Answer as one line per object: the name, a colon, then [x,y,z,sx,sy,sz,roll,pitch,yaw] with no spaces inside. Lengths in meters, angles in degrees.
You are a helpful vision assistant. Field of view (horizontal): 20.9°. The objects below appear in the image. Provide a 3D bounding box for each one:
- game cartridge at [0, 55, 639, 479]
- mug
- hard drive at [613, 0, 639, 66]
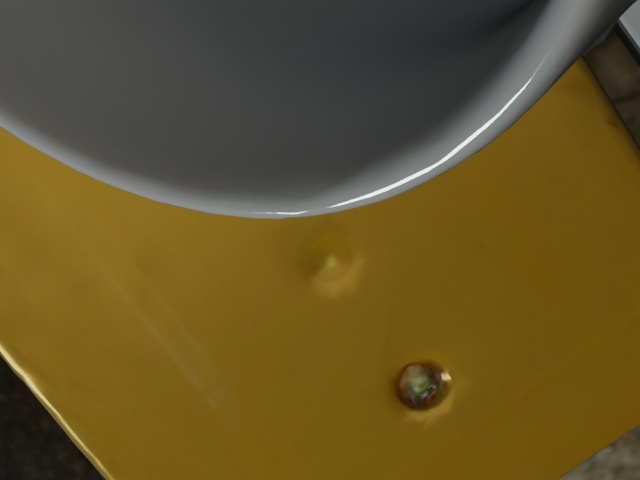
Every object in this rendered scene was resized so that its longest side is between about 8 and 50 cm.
game cartridge: [0.000,0.000,0.776,0.285,0.053,0.324,-34,110,4]
mug: [-0.011,-0.226,0.544,0.374,0.328,0.276,32,132,13]
hard drive: [0.240,-0.200,0.743,0.307,0.040,0.203,-39,113,5]
